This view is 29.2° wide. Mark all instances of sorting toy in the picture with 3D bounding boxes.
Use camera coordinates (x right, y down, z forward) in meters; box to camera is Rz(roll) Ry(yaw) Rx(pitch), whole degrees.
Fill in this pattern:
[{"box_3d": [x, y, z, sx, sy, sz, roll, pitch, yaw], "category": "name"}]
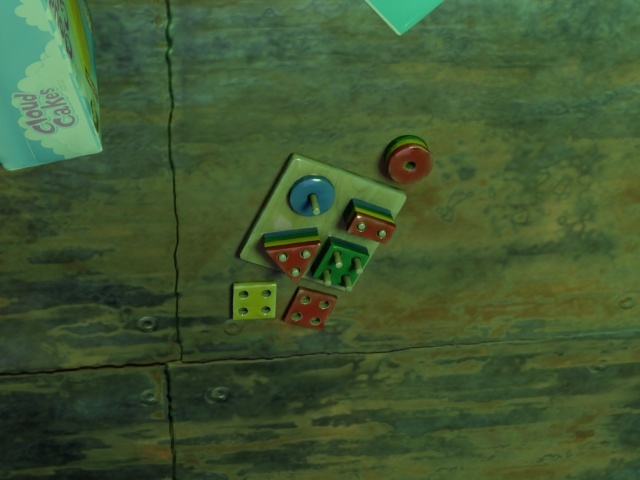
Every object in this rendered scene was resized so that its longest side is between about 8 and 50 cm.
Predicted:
[{"box_3d": [0.000, 0.000, 1.259, 0.132, 0.046, 0.274, 18, 121, -22], "category": "sorting toy"}]

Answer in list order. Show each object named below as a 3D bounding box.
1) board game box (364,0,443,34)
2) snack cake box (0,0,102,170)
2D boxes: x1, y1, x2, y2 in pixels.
[{"box_3d": [-0.043, -0.331, 0.879, 0.079, 0.254, 0.336, -39, 123, 18], "category": "board game box"}, {"box_3d": [-0.241, -0.189, 0.948, 0.089, 0.152, 0.264, -11, 153, -3], "category": "snack cake box"}]
